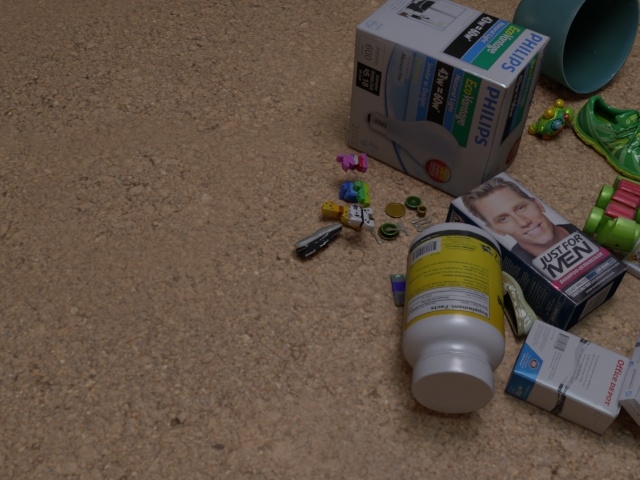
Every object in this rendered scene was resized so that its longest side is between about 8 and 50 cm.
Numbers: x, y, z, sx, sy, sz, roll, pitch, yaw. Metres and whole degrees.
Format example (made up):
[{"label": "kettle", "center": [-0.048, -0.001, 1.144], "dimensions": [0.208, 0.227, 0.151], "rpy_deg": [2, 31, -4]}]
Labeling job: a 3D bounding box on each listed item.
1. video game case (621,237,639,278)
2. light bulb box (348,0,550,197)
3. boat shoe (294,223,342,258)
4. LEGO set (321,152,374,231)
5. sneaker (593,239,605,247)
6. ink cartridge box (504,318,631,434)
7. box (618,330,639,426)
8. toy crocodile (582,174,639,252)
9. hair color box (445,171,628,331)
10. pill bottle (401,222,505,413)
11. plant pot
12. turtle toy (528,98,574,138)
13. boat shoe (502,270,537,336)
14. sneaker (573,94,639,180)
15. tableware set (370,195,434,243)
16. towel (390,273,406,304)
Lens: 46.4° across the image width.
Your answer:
[{"label": "video game case", "center": [0.801, 0.042, 1.639], "dimensions": [0.206, 0.026, 0.227], "rpy_deg": [35, 56, 24]}, {"label": "light bulb box", "center": [0.279, -0.332, 1.715], "dimensions": [0.361, 0.357, 0.225], "rpy_deg": [28, 55, 21]}, {"label": "boat shoe", "center": [0.000, 0.000, 1.616], "dimensions": [0.125, 0.038, 0.046], "rpy_deg": [-29, 14, -33]}, {"label": "LEGO set", "center": [0.054, -0.096, 1.669], "dimensions": [0.093, 0.087, 0.227], "rpy_deg": [10, 47, -15]}, {"label": "sneaker", "center": [0.608, 0.016, 1.651], "dimensions": [0.083, 0.031, 0.035], "rpy_deg": [-5, 79, -20]}, {"label": "ink cartridge box", "center": [0.461, 0.252, 1.393], "dimensions": [0.191, 0.082, 0.139], "rpy_deg": [24, 52, 15]}, {"label": "box", "center": [0.621, 0.267, 1.367], "dimensions": [0.145, 0.038, 0.186], "rpy_deg": [47, 51, -15]}, {"label": "toy crocodile", "center": [0.666, -0.069, 1.653], "dimensions": [0.115, 0.105, 0.340], "rpy_deg": [25, 37, 17]}, {"label": "hair color box", "center": [0.446, 0.017, 1.585], "dimensions": [0.174, 0.105, 0.347], "rpy_deg": [-29, 56, -26]}, {"label": "pill bottle", "center": [0.250, 0.143, 1.406], "dimensions": [0.188, 0.187, 0.333], "rpy_deg": [7, 49, 3]}, {"label": "plant pot", "center": [0.664, -0.573, 2.014], "dimensions": [0.293, 0.293, 0.235], "rpy_deg": [-24, 39, -23]}, {"label": "turtle toy", "center": [0.596, -0.307, 1.899], "dimensions": [0.066, 0.095, 0.130], "rpy_deg": [47, 59, 6]}, {"label": "boat shoe", "center": [0.385, 0.126, 1.519], "dimensions": [0.048, 0.056, 0.153], "rpy_deg": [-12, 58, -20]}, {"label": "sneaker", "center": [0.748, -0.249, 1.828], "dimensions": [0.109, 0.123, 0.295], "rpy_deg": [-30, 57, -27]}, {"label": "tableware set", "center": [0.173, -0.053, 1.684], "dimensions": [0.154, 0.024, 0.104], "rpy_deg": [-18, 52, -18]}, {"label": "towel", "center": [0.179, 0.101, 1.556], "dimensions": [0.060, 0.009, 0.083], "rpy_deg": [-2, 49, -4]}]
